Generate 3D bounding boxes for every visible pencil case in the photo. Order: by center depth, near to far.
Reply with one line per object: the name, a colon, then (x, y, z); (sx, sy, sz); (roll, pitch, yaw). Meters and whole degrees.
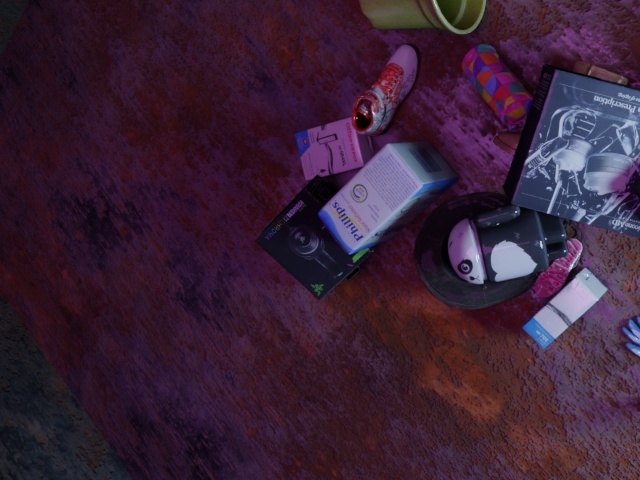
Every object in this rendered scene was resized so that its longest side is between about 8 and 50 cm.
pencil case: (0.444, -0.387, 1.832); (0.104, 0.104, 0.236); (-46, 52, 28)

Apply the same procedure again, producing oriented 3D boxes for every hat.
hat: (0.415, 0.017, 1.941); (0.331, 0.134, 0.331); (2, 101, 11)

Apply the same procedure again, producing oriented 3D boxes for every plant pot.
plant pot: (0.243, -0.647, 1.868); (0.254, 0.276, 0.276); (2, 100, 41)

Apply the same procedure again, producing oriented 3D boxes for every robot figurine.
robot figurine: (0.449, 0.011, 1.775); (0.278, 0.173, 0.209); (-13, 96, 12)

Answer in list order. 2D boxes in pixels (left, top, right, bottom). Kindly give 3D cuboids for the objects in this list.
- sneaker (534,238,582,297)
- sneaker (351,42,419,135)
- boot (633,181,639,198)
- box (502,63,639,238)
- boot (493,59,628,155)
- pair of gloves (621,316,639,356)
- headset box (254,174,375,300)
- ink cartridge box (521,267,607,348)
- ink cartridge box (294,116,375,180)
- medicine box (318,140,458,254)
sneaker: (0.610, 0.073, 1.865); (0.063, 0.075, 0.170); (35, 103, 25)
sneaker: (0.175, -0.407, 1.999); (0.090, 0.145, 0.270); (34, 114, 21)
boot: (0.831, -0.229, 1.492); (0.445, 0.146, 0.367); (-44, 81, 27)
box: (0.636, -0.203, 1.678); (0.343, 0.179, 0.313); (15, 109, 3)
boot: (0.587, -0.314, 1.814); (0.236, 0.089, 0.270); (27, 110, 17)
pair of gloves: (0.847, 0.223, 1.788); (0.159, 0.023, 0.198); (46, 119, 14)
headset box: (0.000, 0.000, 2.145); (0.283, 0.131, 0.246); (43, 119, -6)
ink cartridge box: (0.614, 0.170, 1.846); (0.082, 0.139, 0.191); (49, 119, 16)
ink cartridge box: (0.044, -0.268, 2.136); (0.203, 0.086, 0.148); (-12, 93, 32)
medicine box: (0.184, -0.120, 1.976); (0.289, 0.263, 0.149); (-45, 76, 29)
